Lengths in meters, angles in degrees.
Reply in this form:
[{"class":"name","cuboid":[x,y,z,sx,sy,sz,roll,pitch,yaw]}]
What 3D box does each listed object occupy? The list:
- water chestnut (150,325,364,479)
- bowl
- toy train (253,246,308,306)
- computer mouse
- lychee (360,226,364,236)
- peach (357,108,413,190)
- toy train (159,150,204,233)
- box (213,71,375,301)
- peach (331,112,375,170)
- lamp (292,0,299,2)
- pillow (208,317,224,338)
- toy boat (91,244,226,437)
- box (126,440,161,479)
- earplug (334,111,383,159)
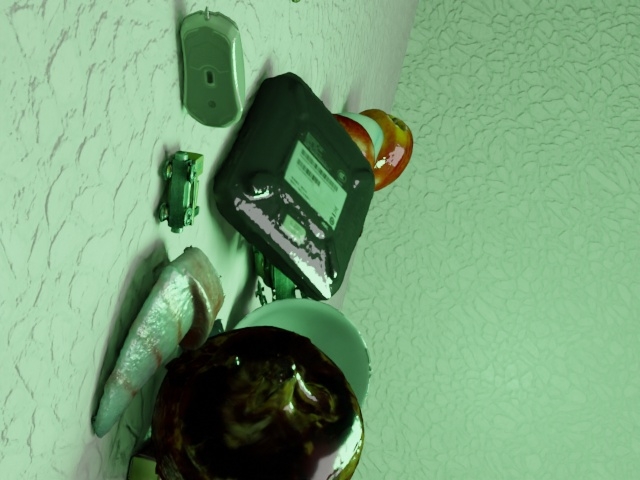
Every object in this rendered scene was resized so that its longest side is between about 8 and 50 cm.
[{"class":"water chestnut","cuboid":[-0.097,0.278,1.142,0.302,0.350,0.351,119,-5,-49]},{"class":"bowl","cuboid":[-0.072,0.290,1.640,0.157,0.345,0.346,-171,-85,-77]},{"class":"toy train","cuboid":[-0.100,0.024,1.606,0.308,0.126,0.190,92,-24,-50]},{"class":"computer mouse","cuboid":[-0.149,-0.245,1.015,0.056,0.089,0.182,-81,174,-48]},{"class":"lychee","cuboid":[0.033,-0.062,2.014,0.194,0.194,0.195,13,90,-80]},{"class":"peach","cuboid":[0.159,-0.277,2.301,0.281,0.238,0.281,-39,-143,38]},{"class":"toy train","cuboid":[-0.202,-0.074,1.060,0.081,0.050,0.122,-71,170,-70]},{"class":"box","cuboid":[-0.034,-0.101,1.406,0.359,0.091,0.350,46,48,-34]},{"class":"peach","cuboid":[0.011,-0.179,1.678,0.243,0.199,0.244,-22,136,-23]},{"class":"lamp","cuboid":[-0.045,-0.503,1.419,0.083,0.031,0.063,92,16,-62]},{"class":"pillow","cuboid":[-0.202,0.252,1.343,0.141,0.055,0.209,1,84,-78]},{"class":"toy boat","cuboid":[-0.245,0.147,1.057,0.282,0.096,0.206,-54,162,-34]},{"class":"box","cuboid":[-0.264,0.393,1.273,0.224,0.068,0.120,-11,114,-78]},{"class":"earplug","cuboid":[0.060,-0.148,1.877,0.185,0.184,0.324,87,9,-59]}]
